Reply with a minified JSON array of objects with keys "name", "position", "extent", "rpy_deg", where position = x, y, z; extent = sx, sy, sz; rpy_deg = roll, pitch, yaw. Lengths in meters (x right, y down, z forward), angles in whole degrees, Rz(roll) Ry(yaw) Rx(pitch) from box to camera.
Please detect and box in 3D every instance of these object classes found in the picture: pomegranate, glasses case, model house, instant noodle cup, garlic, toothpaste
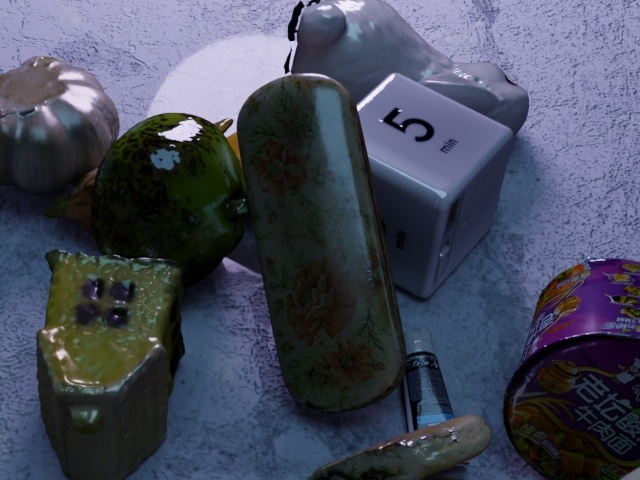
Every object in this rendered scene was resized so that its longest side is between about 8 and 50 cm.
[{"name":"pomegranate","position":[-0.216,-0.041,2.000],"extent":[0.204,0.276,0.222],"rpy_deg":[37,55,-19]},{"name":"glasses case","position":[0.000,0.000,1.897],"extent":[0.156,0.098,0.425],"rpy_deg":[-14,78,15]},{"name":"model house","position":[-0.259,0.154,1.779],"extent":[0.175,0.193,0.234],"rpy_deg":[11,47,3]},{"name":"instant noodle cup","position":[0.349,0.152,1.841],"extent":[0.251,0.251,0.190],"rpy_deg":[12,36,4]},{"name":"garlic","position":[-0.382,-0.148,2.087],"extent":[0.228,0.152,0.228],"rpy_deg":[6,41,-5]},{"name":"toothpaste","position":[0.129,0.198,1.892],"extent":[0.071,0.045,0.193],"rpy_deg":[-8,52,-4]}]

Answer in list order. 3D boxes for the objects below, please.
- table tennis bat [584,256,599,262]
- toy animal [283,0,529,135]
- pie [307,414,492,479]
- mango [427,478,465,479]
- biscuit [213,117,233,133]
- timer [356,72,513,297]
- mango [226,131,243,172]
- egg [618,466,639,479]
[{"name":"table tennis bat","position":[0.371,0.084,2.053],"extent":[0.100,0.019,0.155],"rpy_deg":[4,47,-2]},{"name":"toy animal","position":[0.126,-0.231,2.215],"extent":[0.357,0.194,0.258],"rpy_deg":[19,5,6]},{"name":"pie","position":[0.101,0.243,1.746],"extent":[0.185,0.218,0.052],"rpy_deg":[-15,82,-47]},{"name":"mango","position":[0.149,0.395,1.582],"extent":[0.199,0.201,0.350],"rpy_deg":[26,20,-22]},{"name":"biscuit","position":[-0.169,-0.141,2.173],"extent":[0.018,0.081,0.083],"rpy_deg":[55,48,-17]},{"name":"timer","position":[0.119,-0.075,2.053],"extent":[0.195,0.192,0.194],"rpy_deg":[29,49,20]},{"name":"mango","position":[-0.076,-0.106,2.110],"extent":[0.219,0.112,0.145],"rpy_deg":[-13,33,-1]},{"name":"egg","position":[0.385,0.392,1.564],"extent":[0.283,0.283,0.345],"rpy_deg":[-4,48,-12]}]
